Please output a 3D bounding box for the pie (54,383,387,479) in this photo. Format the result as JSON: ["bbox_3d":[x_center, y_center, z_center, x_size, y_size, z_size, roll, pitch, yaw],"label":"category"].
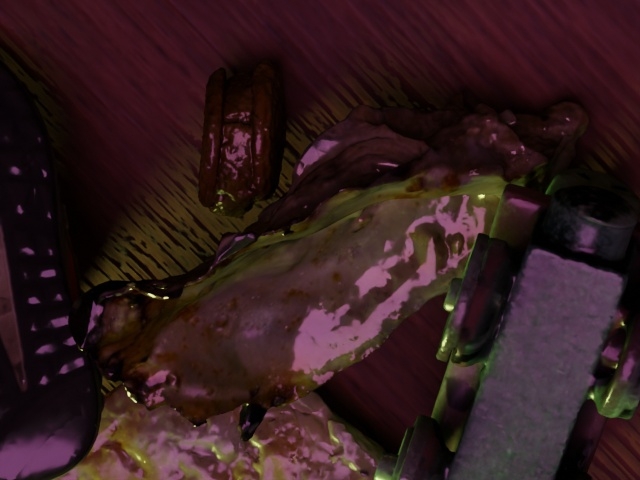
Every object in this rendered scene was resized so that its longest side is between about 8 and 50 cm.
[{"bbox_3d":[-0.074,0.248,1.363,0.339,0.077,0.339,3,111,8],"label":"pie"}]

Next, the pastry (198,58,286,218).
[{"bbox_3d":[-0.055,-0.070,1.225,0.057,0.097,0.109,3,100,4],"label":"pastry"}]

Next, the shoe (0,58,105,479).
[{"bbox_3d":[-0.226,0.017,1.277,0.132,0.171,0.336,-19,76,-2],"label":"shoe"}]

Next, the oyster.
[{"bbox_3d":[0.008,-0.007,1.193,0.361,0.221,0.096,-37,64,8],"label":"oyster"}]

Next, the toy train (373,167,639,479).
[{"bbox_3d":[0.141,0.089,1.184,0.150,0.221,0.304,20,113,6],"label":"toy train"}]
